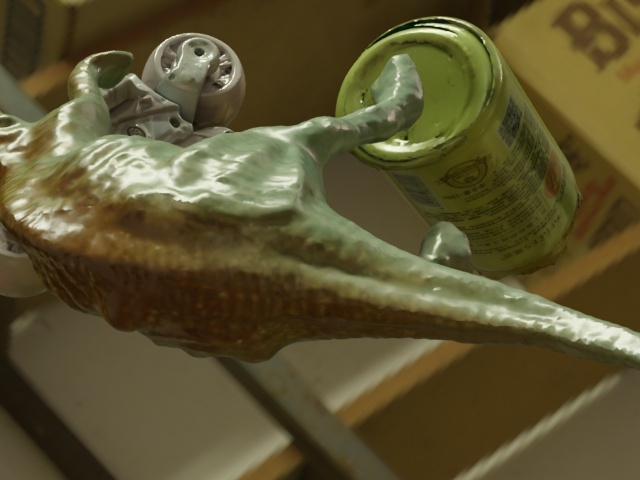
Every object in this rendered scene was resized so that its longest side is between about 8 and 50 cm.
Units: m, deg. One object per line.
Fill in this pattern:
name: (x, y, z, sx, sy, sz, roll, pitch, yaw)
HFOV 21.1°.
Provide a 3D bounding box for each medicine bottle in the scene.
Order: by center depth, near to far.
medicine bottle: (0.110, -0.060, 1.245, 0.124, 0.124, 0.239, -46, -32, 0)

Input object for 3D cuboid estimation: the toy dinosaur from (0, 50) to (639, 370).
toy dinosaur: (0.000, 0.000, 0.665, 0.205, 0.393, 0.092, -14, -53, -44)

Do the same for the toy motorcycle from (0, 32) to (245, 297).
toy motorcycle: (-0.128, -0.047, 1.133, 0.254, 0.112, 0.112, -47, -14, -36)
